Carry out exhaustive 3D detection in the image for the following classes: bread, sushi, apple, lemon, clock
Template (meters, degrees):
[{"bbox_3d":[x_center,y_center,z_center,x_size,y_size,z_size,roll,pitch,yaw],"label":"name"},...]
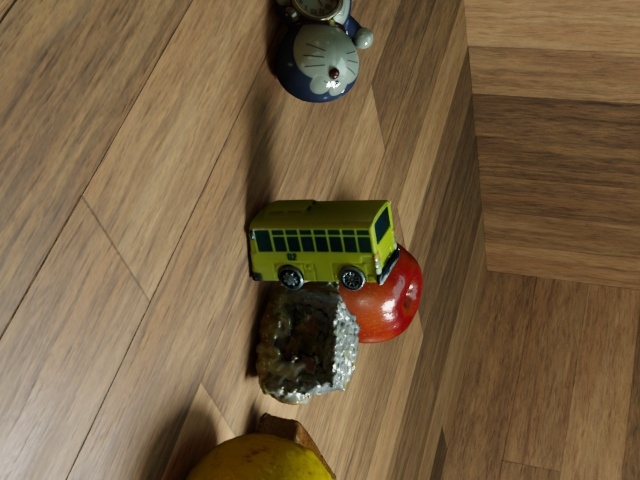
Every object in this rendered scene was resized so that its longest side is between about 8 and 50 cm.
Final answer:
[{"bbox_3d":[-0.057,0.513,1.855,0.416,0.113,0.165,69,34,-56],"label":"bread"},{"bbox_3d":[-0.023,0.186,1.721,0.139,0.184,0.274,24,73,-71],"label":"sushi"},{"bbox_3d":[0.115,0.112,2.054,0.260,0.217,0.260,9,90,-68],"label":"apple"},{"bbox_3d":[-0.110,0.453,1.472,0.310,0.258,0.257,4,93,-55],"label":"lemon"},{"bbox_3d":[0.001,-0.377,1.640,0.146,0.200,0.243,174,-79,-70],"label":"clock"}]

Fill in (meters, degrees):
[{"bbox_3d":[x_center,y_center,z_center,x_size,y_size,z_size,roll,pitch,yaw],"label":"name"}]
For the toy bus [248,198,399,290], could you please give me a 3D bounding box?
[{"bbox_3d":[0.000,0.000,1.625,0.128,0.262,0.150,-52,137,-57],"label":"toy bus"}]
